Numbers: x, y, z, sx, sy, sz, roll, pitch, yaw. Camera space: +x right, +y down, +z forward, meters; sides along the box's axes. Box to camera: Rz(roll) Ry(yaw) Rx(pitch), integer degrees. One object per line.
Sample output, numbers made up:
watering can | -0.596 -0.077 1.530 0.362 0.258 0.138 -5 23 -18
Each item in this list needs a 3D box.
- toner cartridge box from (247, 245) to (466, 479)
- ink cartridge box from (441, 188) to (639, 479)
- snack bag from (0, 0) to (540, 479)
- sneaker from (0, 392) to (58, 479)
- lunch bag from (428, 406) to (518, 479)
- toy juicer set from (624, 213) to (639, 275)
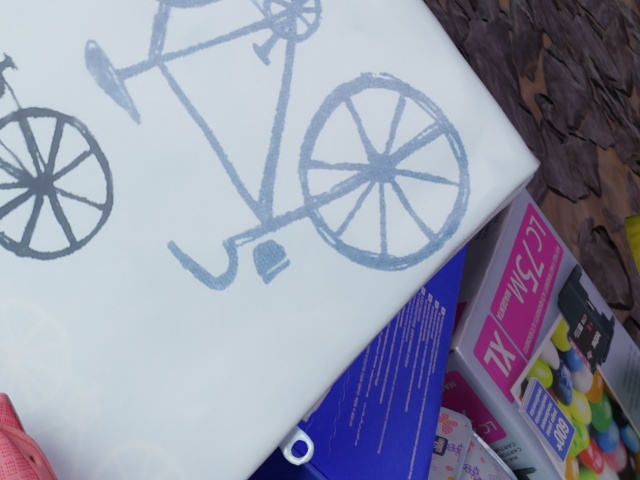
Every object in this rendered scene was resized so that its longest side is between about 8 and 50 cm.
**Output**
toner cartridge box | 0.000 0.000 0.991 0.165 0.075 0.348 47 37 -28
ink cartridge box | 0.171 0.135 1.166 0.311 0.065 0.186 55 34 -20
snack bag | -0.096 -0.034 0.767 0.342 0.037 0.323 -47 112 -20
sneaker | -0.116 0.130 0.680 0.314 0.116 0.136 41 51 -33
lunch bag | 0.066 0.135 1.020 0.083 0.053 0.071 47 35 -12
toy juicer set | 0.272 0.147 1.175 0.209 0.089 0.329 52 23 -43
